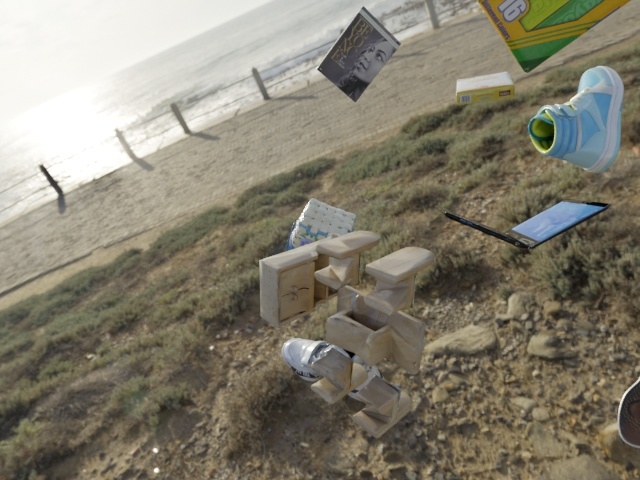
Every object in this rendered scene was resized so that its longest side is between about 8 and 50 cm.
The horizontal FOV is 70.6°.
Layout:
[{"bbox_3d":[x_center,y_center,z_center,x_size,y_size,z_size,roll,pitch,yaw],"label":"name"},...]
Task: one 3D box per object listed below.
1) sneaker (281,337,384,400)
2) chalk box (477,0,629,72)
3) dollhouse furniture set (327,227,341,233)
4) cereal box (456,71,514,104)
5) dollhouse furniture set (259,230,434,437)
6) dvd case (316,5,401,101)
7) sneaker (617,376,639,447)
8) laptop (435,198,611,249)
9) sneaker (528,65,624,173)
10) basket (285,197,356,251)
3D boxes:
[{"bbox_3d":[0.021,0.342,1.382,0.365,0.210,0.137,15,47,32],"label":"sneaker"},{"bbox_3d":[0.358,-0.407,0.614,0.288,0.180,0.179,-35,15,32],"label":"chalk box"},{"bbox_3d":[0.058,0.007,1.807,0.101,0.161,0.182,-16,49,11],"label":"dollhouse furniture set"},{"bbox_3d":[0.540,-0.506,1.498,0.172,0.048,0.240,-3,28,18],"label":"cereal box"},{"bbox_3d":[0.082,0.145,1.033,0.256,0.363,0.393,-19,30,-41],"label":"dollhouse furniture set"},{"bbox_3d":[0.117,-0.562,1.380,0.221,0.164,0.018,-50,27,14],"label":"dvd case"},{"bbox_3d":[0.799,0.363,1.064,0.105,0.123,0.290,20,72,50],"label":"sneaker"},{"bbox_3d":[0.395,-0.069,0.939,0.264,0.137,0.234,24,10,7],"label":"laptop"},{"bbox_3d":[0.651,-0.341,1.172,0.207,0.127,0.320,14,66,0],"label":"sneaker"},{"bbox_3d":[0.000,0.000,1.669,0.254,0.289,0.201,19,58,5],"label":"basket"}]
